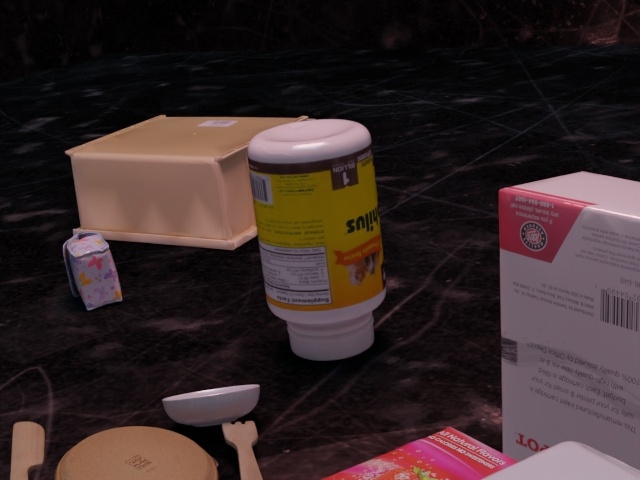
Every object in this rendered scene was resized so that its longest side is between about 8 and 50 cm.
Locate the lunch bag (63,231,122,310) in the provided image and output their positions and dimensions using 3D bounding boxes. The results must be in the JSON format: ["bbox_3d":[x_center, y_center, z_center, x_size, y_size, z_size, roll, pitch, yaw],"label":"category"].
[{"bbox_3d":[-0.264,0.033,1.299,0.053,0.071,0.083,-16,22,-15],"label":"lunch bag"}]

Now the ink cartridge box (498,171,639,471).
[{"bbox_3d":[0.207,0.074,0.774,0.092,0.218,0.158,-12,18,-34],"label":"ink cartridge box"}]

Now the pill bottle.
[{"bbox_3d":[0.000,0.000,1.074,0.117,0.215,0.117,-6,18,2],"label":"pill bottle"}]

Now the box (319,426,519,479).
[{"bbox_3d":[0.100,0.205,0.565,0.128,0.123,0.257,-16,20,-30],"label":"box"}]

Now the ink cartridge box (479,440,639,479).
[{"bbox_3d":[0.063,0.228,0.271,0.198,0.270,0.197,-17,21,-28],"label":"ink cartridge box"}]

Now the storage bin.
[{"bbox_3d":[-0.168,-0.093,1.571,0.262,0.123,0.260,4,20,29],"label":"storage bin"}]

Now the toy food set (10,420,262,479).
[{"bbox_3d":[-0.140,0.184,0.867,0.192,0.039,0.132,1,22,-11],"label":"toy food set"}]

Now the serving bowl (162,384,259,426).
[{"bbox_3d":[-0.091,0.142,0.959,0.083,0.027,0.083,-7,-4,0],"label":"serving bowl"}]
